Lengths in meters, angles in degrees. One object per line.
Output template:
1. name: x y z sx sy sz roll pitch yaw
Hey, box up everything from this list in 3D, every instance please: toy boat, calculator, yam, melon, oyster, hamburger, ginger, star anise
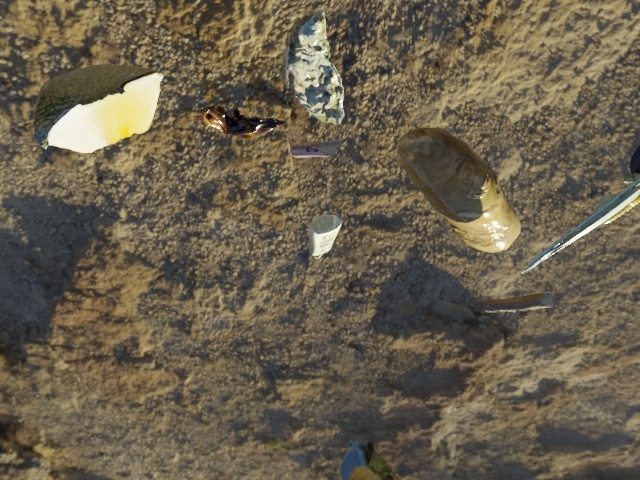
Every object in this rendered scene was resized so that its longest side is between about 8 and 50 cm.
1. toy boat: 0.370 -0.057 0.538 0.291 0.220 0.067 -37 79 11
2. calculator: 0.111 0.591 0.941 0.051 0.293 0.173 -1 136 -20
3. yam: 0.381 0.124 0.833 0.032 0.032 0.145 36 154 -17
4. melon: -0.305 -0.172 0.553 0.139 0.203 0.093 20 131 11
5. oyster: -0.007 -0.149 0.391 0.037 0.098 0.100 -30 119 -15
6. hamburger: 0.067 0.319 0.508 0.087 0.102 0.176 -27 169 -12
7. ginger: 0.278 -0.088 0.813 0.354 0.190 0.126 37 87 -33
8. star anise: -0.160 -0.235 0.866 0.156 0.212 0.054 13 99 16

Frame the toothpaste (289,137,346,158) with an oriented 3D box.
1. toothpaste: -0.012 -0.174 0.818 0.028 0.045 0.169 49 161 -30

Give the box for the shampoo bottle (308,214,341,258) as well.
1. shampoo bottle: 0.000 0.000 0.713 0.048 0.034 0.141 -24 162 -16
